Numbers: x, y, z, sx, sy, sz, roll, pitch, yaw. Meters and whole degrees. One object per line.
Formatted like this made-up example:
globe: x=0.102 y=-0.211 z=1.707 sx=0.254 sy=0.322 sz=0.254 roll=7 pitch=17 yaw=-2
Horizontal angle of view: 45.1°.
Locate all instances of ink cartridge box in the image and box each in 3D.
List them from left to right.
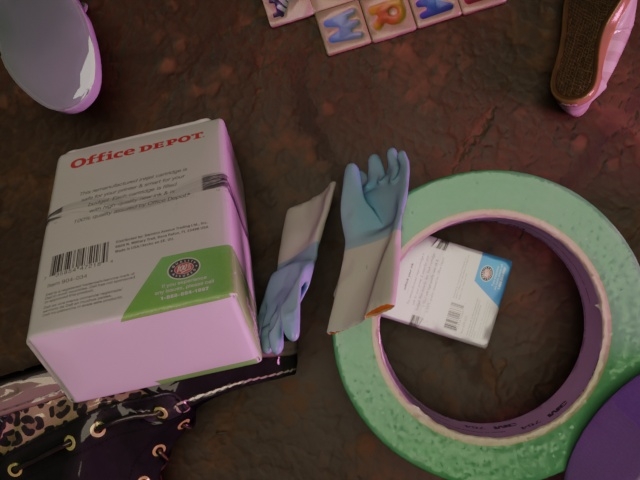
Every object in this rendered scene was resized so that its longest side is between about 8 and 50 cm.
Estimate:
ink cartridge box: x=-0.178 y=0.011 z=0.813 sx=0.199 sy=0.114 sz=0.272 roll=-13 pitch=45 yaw=2
ink cartridge box: x=0.115 y=0.047 z=0.885 sx=0.180 sy=0.060 sz=0.104 roll=18 pitch=88 yaw=5

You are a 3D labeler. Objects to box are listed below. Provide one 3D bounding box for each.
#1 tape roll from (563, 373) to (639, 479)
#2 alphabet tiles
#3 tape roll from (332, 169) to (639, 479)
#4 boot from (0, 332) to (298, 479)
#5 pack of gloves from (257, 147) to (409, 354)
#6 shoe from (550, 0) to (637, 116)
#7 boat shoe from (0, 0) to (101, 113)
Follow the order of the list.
tape roll: x=0.382 y=0.248 z=0.753 sx=0.275 sy=0.090 sz=0.274 roll=-4 pitch=110 yaw=-12
alphabet tiles: x=0.077 y=-0.393 z=0.952 sx=0.343 sy=0.011 sz=0.285 roll=-17 pitch=84 yaw=2
tape roll: x=0.173 y=0.089 z=0.810 sx=0.321 sy=0.077 sz=0.321 roll=0 pitch=88 yaw=4
boot: x=-0.188 y=0.255 z=0.851 sx=0.378 sy=0.138 sz=0.284 roll=-12 pitch=89 yaw=-5
pack of gloves: x=0.000 y=0.000 z=0.791 sx=0.195 sy=0.232 sz=0.046 roll=-28 pitch=125 yaw=35
shoe: x=0.323 y=-0.249 z=0.906 sx=0.077 sy=0.058 sz=0.219 roll=15 pitch=81 yaw=36
boat shoe: x=-0.341 y=-0.273 z=0.923 sx=0.113 sy=0.105 sz=0.306 roll=-38 pitch=77 yaw=4
